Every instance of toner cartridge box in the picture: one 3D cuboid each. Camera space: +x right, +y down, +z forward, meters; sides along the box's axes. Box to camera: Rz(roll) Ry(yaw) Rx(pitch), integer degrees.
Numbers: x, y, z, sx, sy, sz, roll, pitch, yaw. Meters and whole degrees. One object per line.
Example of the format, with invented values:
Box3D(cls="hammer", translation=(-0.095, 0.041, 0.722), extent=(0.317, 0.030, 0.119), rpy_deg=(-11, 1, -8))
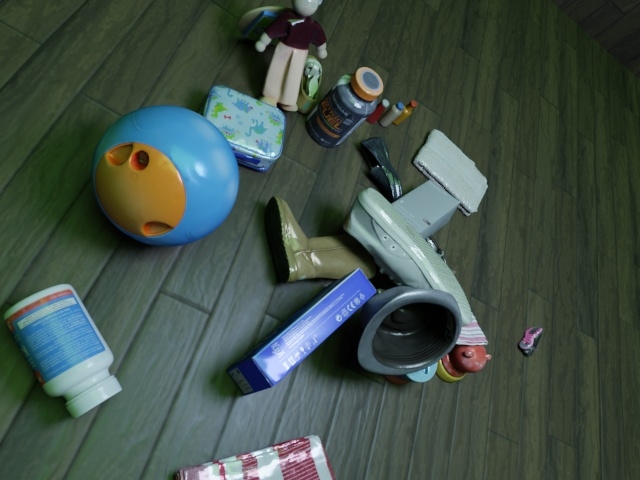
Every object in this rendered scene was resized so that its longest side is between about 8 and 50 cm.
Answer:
Box3D(cls="toner cartridge box", translation=(-0.038, 0.202, 1.106), extent=(0.348, 0.165, 0.075), rpy_deg=(-36, 90, -37))

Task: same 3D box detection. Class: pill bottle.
Box3D(cls="pill bottle", translation=(0.071, -0.375, 1.366), extent=(0.131, 0.246, 0.130), rpy_deg=(12, 64, -26))
Box3D(cls="pill bottle", translation=(-0.456, 0.201, 0.880), extent=(0.124, 0.124, 0.221), rpy_deg=(-29, 85, -36))

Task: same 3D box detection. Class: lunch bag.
Box3D(cls="lunch bag", translation=(-0.205, -0.285, 1.259), extent=(0.219, 0.090, 0.176), rpy_deg=(17, 61, -24))

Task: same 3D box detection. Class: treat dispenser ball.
Box3D(cls="treat dispenser ball", translation=(-0.314, -0.131, 1.005), extent=(0.288, 0.288, 0.288), rpy_deg=(12, 64, -26))

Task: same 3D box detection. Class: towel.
Box3D(cls="towel", translation=(0.447, -0.230, 1.652), extent=(0.282, 0.049, 0.187), rpy_deg=(41, 54, -9))
Box3D(cls="towel", translation=(-0.101, 0.529, 0.956), extent=(0.329, 0.037, 0.237), rpy_deg=(-1, 49, -31))
Box3D(cls="towel", translation=(0.359, 0.198, 1.328), extent=(0.144, 0.029, 0.197), rpy_deg=(8, 40, -22))

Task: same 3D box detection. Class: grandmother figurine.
Box3D(cls="grandmother figurine", translation=(-0.066, -0.518, 1.293), extent=(0.208, 0.342, 0.104), rpy_deg=(-13, 45, -39))

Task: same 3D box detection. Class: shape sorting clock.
Box3D(cls="shape sorting clock", translation=(-0.128, -0.605, 1.373), extent=(0.206, 0.206, 0.040), rpy_deg=(-1, 83, -31))

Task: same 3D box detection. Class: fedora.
Box3D(cls="fedora", translation=(0.191, 0.191, 1.143), extent=(0.276, 0.243, 0.124), rpy_deg=(2, 26, -22))

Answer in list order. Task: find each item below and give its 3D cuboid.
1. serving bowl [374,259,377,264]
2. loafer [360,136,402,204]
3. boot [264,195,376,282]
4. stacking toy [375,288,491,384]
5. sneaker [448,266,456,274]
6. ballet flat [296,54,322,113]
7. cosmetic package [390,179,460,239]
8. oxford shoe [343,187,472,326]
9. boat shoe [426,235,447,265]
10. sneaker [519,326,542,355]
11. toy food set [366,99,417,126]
Box3D(cls="serving bowl", translation=(0.191, 0.042, 1.395), extent=(0.083, 0.027, 0.083), rpy_deg=(11, 65, -26))
Box3D(cls="loafer", translation=(0.181, -0.206, 1.472), extent=(0.078, 0.076, 0.223), rpy_deg=(-15, 79, -20))
Box3D(cls="boot", translation=(0.000, 0.000, 1.271), extent=(0.270, 0.089, 0.236), rpy_deg=(-3, 75, -35))
Box3D(cls="stacking toy", translation=(0.298, 0.242, 1.311), extent=(0.309, 0.130, 0.279), rpy_deg=(3, 69, -30))
Box3D(cls="sneaker", translation=(0.320, 0.078, 1.431), extent=(0.189, 0.066, 0.071), rpy_deg=(-1, 73, -31))
Box3D(cls="ballet flat", translation=(-0.025, -0.483, 1.462), extent=(0.080, 0.073, 0.232), rpy_deg=(17, 62, -24))
Box3D(cls="cosmetic package", translation=(0.287, -0.072, 1.438), extent=(0.127, 0.107, 0.238), rpy_deg=(41, 53, 19))
Box3D(cls="oxford shoe", translation=(0.227, 0.060, 1.269), extent=(0.449, 0.130, 0.169), rpy_deg=(46, 21, -9))
Box3D(cls="boat shoe", translation=(0.351, 0.035, 1.486), extent=(0.046, 0.038, 0.125), rpy_deg=(-31, 89, -44))
Box3D(cls="sneaker", translation=(0.679, 0.325, 1.563), extent=(0.119, 0.047, 0.057), rpy_deg=(-36, 107, -33))
Box3D(cls="toy food set", translation=(0.185, -0.449, 1.553), extent=(0.232, 0.104, 0.111), rpy_deg=(35, 56, -14))
